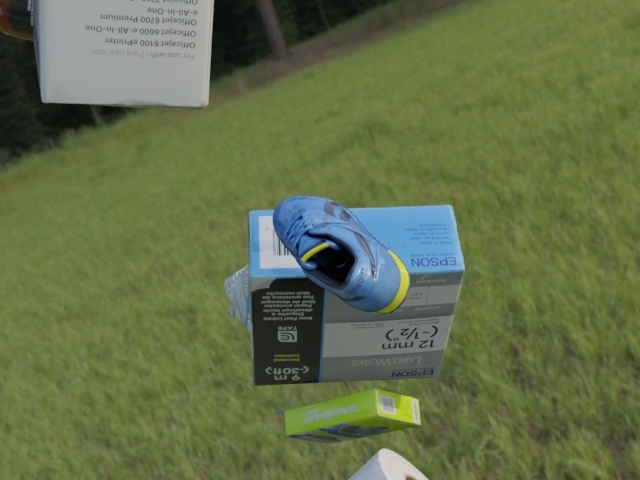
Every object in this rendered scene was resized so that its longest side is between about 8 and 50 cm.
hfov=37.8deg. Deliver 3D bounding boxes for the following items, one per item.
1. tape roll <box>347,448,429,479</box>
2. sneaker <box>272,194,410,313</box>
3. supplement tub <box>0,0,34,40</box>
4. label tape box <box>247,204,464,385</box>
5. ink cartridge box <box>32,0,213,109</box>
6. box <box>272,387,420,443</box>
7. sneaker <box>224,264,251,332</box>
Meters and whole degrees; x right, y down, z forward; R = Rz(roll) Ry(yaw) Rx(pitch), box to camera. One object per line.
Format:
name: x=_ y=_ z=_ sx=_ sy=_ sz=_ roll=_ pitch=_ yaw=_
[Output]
tape roll: x=0.119 y=0.479 z=1.492 sx=0.169 sy=0.246 sz=0.246 roll=-43 pitch=8 yaw=7
sneaker: x=0.000 y=0.000 z=0.914 sx=0.082 sy=0.069 sz=0.209 roll=21 pitch=12 yaw=-40
supplement tub: x=-0.255 y=-0.262 z=1.053 sx=0.198 sy=0.106 sz=0.106 roll=12 pitch=8 yaw=-6
label tape box: x=0.034 y=0.110 z=1.209 sx=0.249 sy=0.347 sz=0.115 roll=-2 pitch=48 yaw=-5
ink cartridge box: x=-0.157 y=-0.277 z=0.722 sx=0.129 sy=0.307 sz=0.223 roll=-1 pitch=24 yaw=-18
box: x=0.035 y=0.248 z=1.302 sx=0.178 sy=0.042 sz=0.109 roll=-20 pitch=-27 yaw=33
sneaker: x=-0.128 y=0.071 z=1.627 sx=0.083 sy=0.190 sz=0.071 roll=26 pitch=32 yaw=19
